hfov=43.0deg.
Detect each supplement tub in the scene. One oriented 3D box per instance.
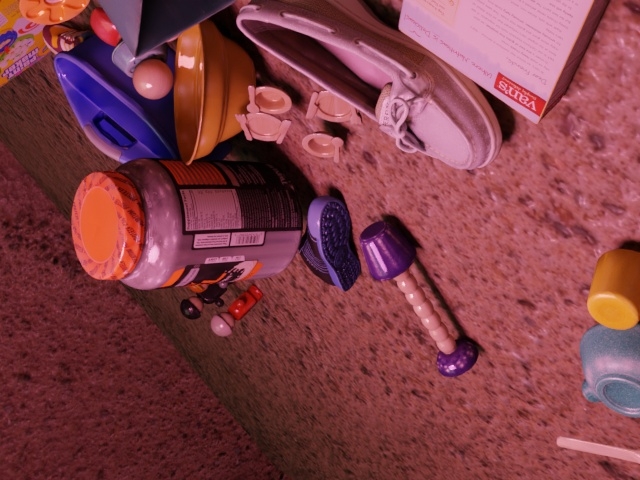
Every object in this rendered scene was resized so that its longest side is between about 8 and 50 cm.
[{"bbox_3d":[-0.197,-0.027,1.231,0.193,0.316,0.194,3,94,46],"label":"supplement tub"}]

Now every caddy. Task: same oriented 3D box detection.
[{"bbox_3d":[-0.313,-0.212,1.395,0.341,0.179,0.241,39,157,18],"label":"caddy"}]

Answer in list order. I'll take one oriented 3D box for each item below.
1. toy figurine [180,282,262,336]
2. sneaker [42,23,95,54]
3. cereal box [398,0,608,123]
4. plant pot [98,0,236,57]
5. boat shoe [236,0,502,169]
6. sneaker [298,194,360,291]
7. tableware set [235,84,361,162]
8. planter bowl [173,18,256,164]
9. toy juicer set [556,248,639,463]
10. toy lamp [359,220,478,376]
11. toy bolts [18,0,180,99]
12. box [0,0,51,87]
[{"bbox_3d":[-0.267,0.104,1.916,0.213,0.148,0.210,23,150,46],"label":"toy figurine"},{"bbox_3d":[-0.450,-0.372,1.530,0.185,0.069,0.084,35,148,11],"label":"sneaker"},{"bbox_3d":[0.156,-0.225,0.681,0.173,0.047,0.240,40,158,16],"label":"cereal box"},{"bbox_3d":[-0.214,-0.378,0.951,0.234,0.165,0.166,53,159,3],"label":"plant pot"},{"bbox_3d":[0.053,-0.176,0.882,0.320,0.103,0.118,42,159,10],"label":"boat shoe"},{"bbox_3d":[0.000,0.000,1.327,0.090,0.081,0.232,25,153,27],"label":"sneaker"},{"bbox_3d":[-0.031,-0.159,1.075,0.168,0.020,0.141,10,153,-1],"label":"tableware set"},{"bbox_3d":[-0.145,-0.214,1.146,0.217,0.090,0.217,180,90,-70],"label":"planter bowl"},{"bbox_3d":[0.388,0.158,0.902,0.209,0.089,0.329,20,140,25],"label":"toy juicer set"},{"bbox_3d":[0.147,0.088,1.221,0.275,0.080,0.080,53,158,-23],"label":"toy lamp"},{"bbox_3d":[-0.288,-0.294,1.155,0.159,0.218,0.228,62,170,16],"label":"toy bolts"},{"bbox_3d":[-0.665,-0.422,1.517,0.177,0.290,0.279,42,158,9],"label":"box"}]
